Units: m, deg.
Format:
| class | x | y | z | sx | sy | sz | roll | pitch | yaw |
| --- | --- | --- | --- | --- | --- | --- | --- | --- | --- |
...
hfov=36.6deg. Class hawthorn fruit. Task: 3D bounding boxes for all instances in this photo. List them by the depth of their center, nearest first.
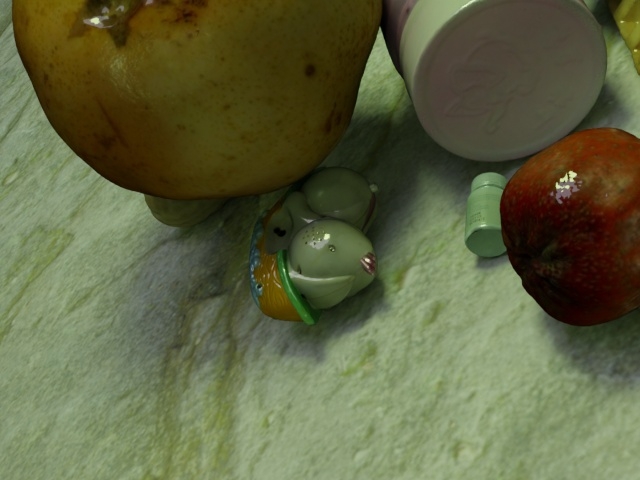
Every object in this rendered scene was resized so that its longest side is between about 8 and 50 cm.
| class | x | y | z | sx | sy | sz | roll | pitch | yaw |
| --- | --- | --- | --- | --- | --- | --- | --- | --- | --- |
| hawthorn fruit | 0.251 | -0.024 | 0.837 | 0.194 | 0.157 | 0.157 | -36 | 35 | -12 |

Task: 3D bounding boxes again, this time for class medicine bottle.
| class | x | y | z | sx | sy | sz | roll | pitch | yaw |
| --- | --- | --- | --- | --- | --- | --- | --- | --- | --- |
| medicine bottle | 0.172 | -0.027 | 0.991 | 0.047 | 0.047 | 0.083 | -17 | 41 | 28 |
| medicine bottle | 0.173 | -0.261 | 1.103 | 0.212 | 0.212 | 0.325 | -29 | 38 | 14 |

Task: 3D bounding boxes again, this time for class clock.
| class | x | y | z | sx | sy | sz | roll | pitch | yaw |
| --- | --- | --- | --- | --- | --- | --- | --- | --- | --- |
| clock | 0.000 | 0.000 | 1.071 | 0.144 | 0.103 | 0.231 | -21 | 42 | 22 |

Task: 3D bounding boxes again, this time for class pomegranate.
| class | x | y | z | sx | sy | sz | roll | pitch | yaw |
| --- | --- | --- | --- | --- | --- | --- | --- | --- | --- |
| pomegranate | -0.126 | -0.247 | 1.086 | 0.416 | 0.417 | 0.417 | -24 | 39 | 21 |

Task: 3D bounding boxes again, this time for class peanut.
| class | x | y | z | sx | sy | sz | roll | pitch | yaw |
| --- | --- | --- | --- | --- | --- | --- | --- | --- | --- |
| peanut | -0.129 | -0.119 | 1.298 | 0.256 | 0.123 | 0.123 | -36 | 36 | 6 |

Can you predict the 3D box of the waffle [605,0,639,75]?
| class | x | y | z | sx | sy | sz | roll | pitch | yaw |
| --- | --- | --- | --- | --- | --- | --- | --- | --- | --- |
| waffle | 0.363 | -0.296 | 1.019 | 0.057 | 0.168 | 0.274 | 9 | 43 | -9 |
